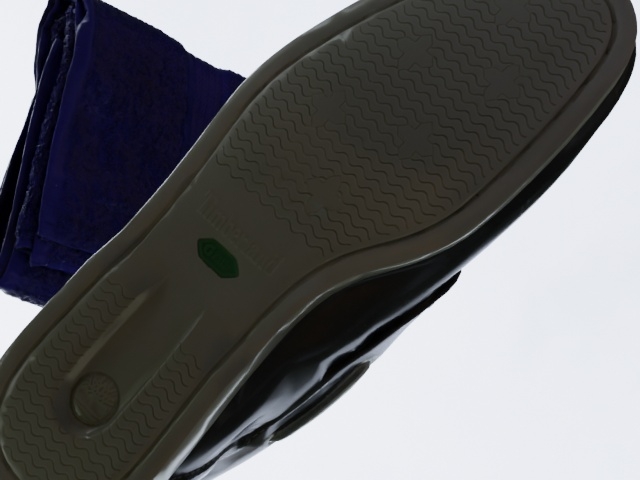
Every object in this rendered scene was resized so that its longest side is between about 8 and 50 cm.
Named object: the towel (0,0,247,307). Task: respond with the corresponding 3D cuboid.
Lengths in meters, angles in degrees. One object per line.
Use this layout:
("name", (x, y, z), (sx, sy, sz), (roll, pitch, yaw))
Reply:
("towel", (-0.087, -0.027, 1.359), (0.308, 0.076, 0.228), (26, -112, -39))

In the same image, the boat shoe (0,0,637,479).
("boat shoe", (0.000, 0.000, 0.571), (0.084, 0.233, 0.079), (51, -174, 23))
